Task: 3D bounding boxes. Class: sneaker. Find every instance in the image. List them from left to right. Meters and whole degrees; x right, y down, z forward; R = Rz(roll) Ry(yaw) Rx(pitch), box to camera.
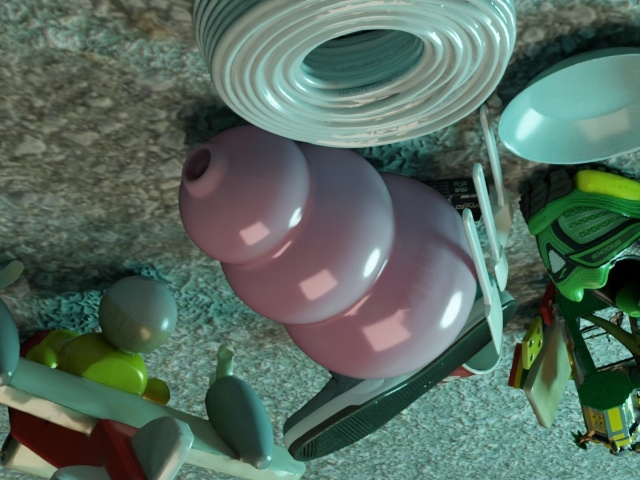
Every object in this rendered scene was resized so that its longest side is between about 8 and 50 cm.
[{"bbox_3d":[0.046,0.092,1.666,0.295,0.178,0.124,-35,158,-13],"label":"sneaker"},{"bbox_3d":[0.365,0.024,1.661,0.343,0.146,0.134,5,151,-30],"label":"sneaker"}]

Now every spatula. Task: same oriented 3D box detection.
[{"bbox_3d":[0.164,-0.016,1.510,0.019,0.168,0.242,3,149,17],"label":"spatula"}]

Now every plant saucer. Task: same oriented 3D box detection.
[{"bbox_3d":[0.257,-0.134,1.427,0.195,0.037,0.195,-7,155,-3],"label":"plant saucer"}]

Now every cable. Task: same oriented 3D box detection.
[{"bbox_3d":[0.028,-0.167,1.229,0.257,0.089,0.257,-2,154,-12],"label":"cable"}]

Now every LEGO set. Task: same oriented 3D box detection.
[{"bbox_3d":[0.430,0.158,1.806,0.331,0.255,0.192,-23,128,-4],"label":"LEGO set"}]

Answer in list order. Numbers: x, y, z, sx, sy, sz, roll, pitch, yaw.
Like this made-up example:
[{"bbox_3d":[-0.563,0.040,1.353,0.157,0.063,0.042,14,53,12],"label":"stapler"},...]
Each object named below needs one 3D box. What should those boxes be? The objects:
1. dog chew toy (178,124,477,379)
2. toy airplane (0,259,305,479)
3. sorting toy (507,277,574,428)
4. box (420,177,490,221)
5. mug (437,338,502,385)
[{"bbox_3d":[0.000,0.000,1.456,0.206,0.207,0.332,-26,139,32],"label":"dog chew toy"},{"bbox_3d":[-0.224,0.168,1.644,0.384,0.272,0.386,20,175,15],"label":"toy airplane"},{"bbox_3d":[0.275,0.145,1.921,0.046,0.132,0.274,14,159,25],"label":"sorting toy"},{"bbox_3d":[0.130,-0.040,1.604,0.083,0.018,0.067,-4,154,-8],"label":"box"},{"bbox_3d":[0.132,0.135,1.867,0.150,0.113,0.169,19,147,-41],"label":"mug"}]
